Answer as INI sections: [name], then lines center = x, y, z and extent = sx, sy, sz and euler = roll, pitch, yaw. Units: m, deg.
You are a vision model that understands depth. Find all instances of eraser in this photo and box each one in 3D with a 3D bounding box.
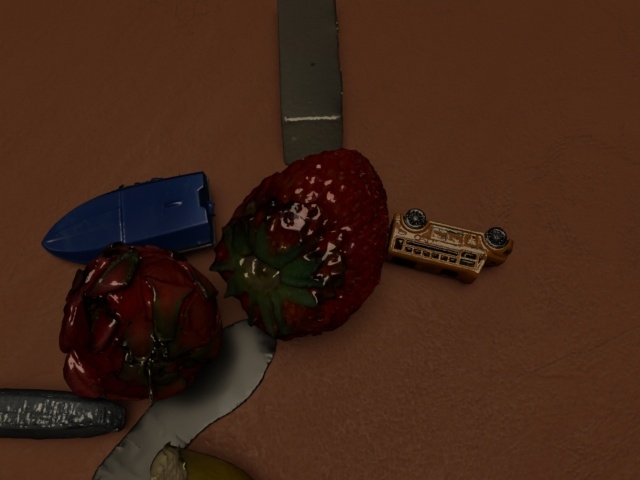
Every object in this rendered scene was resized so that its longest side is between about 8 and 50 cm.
[eraser]
center = -0.019, -0.311, 0.976
extent = 0.111, 0.077, 0.352
euler = -3, 70, 0

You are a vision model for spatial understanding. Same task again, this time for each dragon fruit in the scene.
[dragon fruit]
center = -0.244, 0.127, 0.713
extent = 0.234, 0.293, 0.233
euler = -5, 112, -13

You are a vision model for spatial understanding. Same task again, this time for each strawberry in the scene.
[strawberry]
center = 0.000, 0.000, 0.788
extent = 0.288, 0.250, 0.238
euler = -30, 99, -51

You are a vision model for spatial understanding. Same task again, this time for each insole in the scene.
[insole]
center = -0.200, 0.256, 0.797
extent = 0.119, 0.009, 0.348
euler = 37, 73, 13

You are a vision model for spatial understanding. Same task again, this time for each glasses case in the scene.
[glasses case]
center = -0.417, 0.242, 0.740
extent = 0.283, 0.109, 0.067
euler = 4, 67, -1

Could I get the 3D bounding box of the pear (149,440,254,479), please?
[pear]
center = -0.128, 0.395, 0.667
extent = 0.178, 0.267, 0.266
euler = 11, 68, -26

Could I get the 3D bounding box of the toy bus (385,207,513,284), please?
[toy bus]
center = 0.205, 0.015, 0.859
extent = 0.195, 0.083, 0.088
euler = 14, 73, 5

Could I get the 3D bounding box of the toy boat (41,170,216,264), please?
[toy boat]
center = -0.315, -0.025, 0.862
extent = 0.295, 0.088, 0.129
euler = -12, 71, 5
